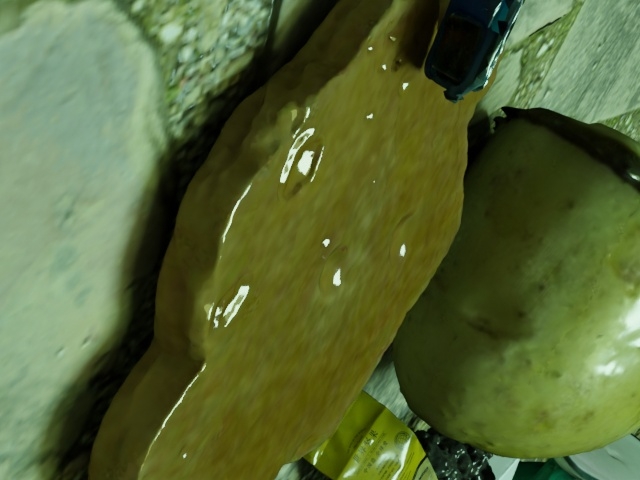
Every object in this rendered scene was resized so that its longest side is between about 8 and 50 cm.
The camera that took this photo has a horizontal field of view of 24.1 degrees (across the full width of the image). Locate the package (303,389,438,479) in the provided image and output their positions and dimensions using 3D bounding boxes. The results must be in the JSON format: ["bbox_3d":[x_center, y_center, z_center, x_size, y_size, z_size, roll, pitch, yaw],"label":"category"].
[{"bbox_3d":[0.040,0.169,1.070,0.071,0.047,0.131,-51,138,-26],"label":"package"}]

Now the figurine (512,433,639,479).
[{"bbox_3d":[0.216,0.352,1.560,0.323,0.231,0.340,15,113,-44],"label":"figurine"}]

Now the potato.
[{"bbox_3d":[0.156,0.051,1.041,0.242,0.242,0.285,-60,166,-5],"label":"potato"}]

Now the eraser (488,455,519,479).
[{"bbox_3d":[0.064,0.262,1.258,0.298,0.076,0.078,-37,148,-49],"label":"eraser"}]

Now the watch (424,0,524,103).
[{"bbox_3d":[0.202,-0.185,0.814,0.276,0.068,0.275,6,109,-46],"label":"watch"}]

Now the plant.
[{"bbox_3d":[0.075,0.191,1.198,0.174,0.085,0.087,-13,149,-52],"label":"plant"}]

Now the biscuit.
[{"bbox_3d":[-0.004,-0.002,0.802,0.376,0.051,0.269,-56,156,-18],"label":"biscuit"}]
